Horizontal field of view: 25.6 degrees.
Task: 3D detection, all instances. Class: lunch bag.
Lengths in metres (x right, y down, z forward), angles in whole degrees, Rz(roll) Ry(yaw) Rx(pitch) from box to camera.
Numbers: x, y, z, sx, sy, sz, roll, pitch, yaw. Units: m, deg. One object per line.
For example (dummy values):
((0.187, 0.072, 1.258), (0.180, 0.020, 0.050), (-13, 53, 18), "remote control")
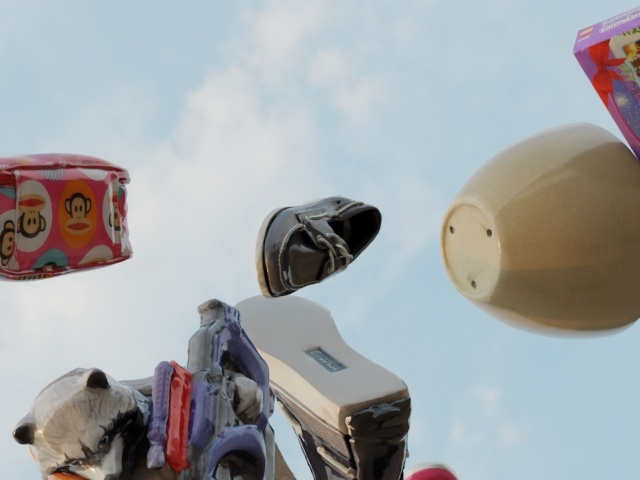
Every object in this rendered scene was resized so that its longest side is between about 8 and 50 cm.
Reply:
((-0.349, -0.021, 1.363), (0.293, 0.258, 0.120), (-4, -87, -65), "lunch bag")

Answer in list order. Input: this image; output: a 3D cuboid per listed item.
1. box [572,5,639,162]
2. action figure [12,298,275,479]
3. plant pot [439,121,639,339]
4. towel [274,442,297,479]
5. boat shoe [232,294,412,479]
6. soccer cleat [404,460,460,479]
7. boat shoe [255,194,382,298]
((0.464, -0.165, 1.710), (0.201, 0.057, 0.293), (-20, -60, 33), "box")
((-0.103, 0.225, 0.946), (0.179, 0.341, 0.330), (-17, -58, 15), "action figure")
((0.266, 0.000, 1.793), (0.191, 0.284, 0.284), (-9, -59, -30), "plant pot")
((-0.095, 0.355, 1.659), (0.187, 0.049, 0.282), (-31, -73, -13), "towel")
((-0.009, 0.187, 1.599), (0.127, 0.340, 0.158), (-12, -66, -21), "boat shoe")
((0.115, 0.394, 1.894), (0.116, 0.143, 0.331), (0, -54, -8), "soccer cleat")
((0.000, 0.000, 1.289), (0.206, 0.065, 0.075), (-36, -59, -65), "boat shoe")
